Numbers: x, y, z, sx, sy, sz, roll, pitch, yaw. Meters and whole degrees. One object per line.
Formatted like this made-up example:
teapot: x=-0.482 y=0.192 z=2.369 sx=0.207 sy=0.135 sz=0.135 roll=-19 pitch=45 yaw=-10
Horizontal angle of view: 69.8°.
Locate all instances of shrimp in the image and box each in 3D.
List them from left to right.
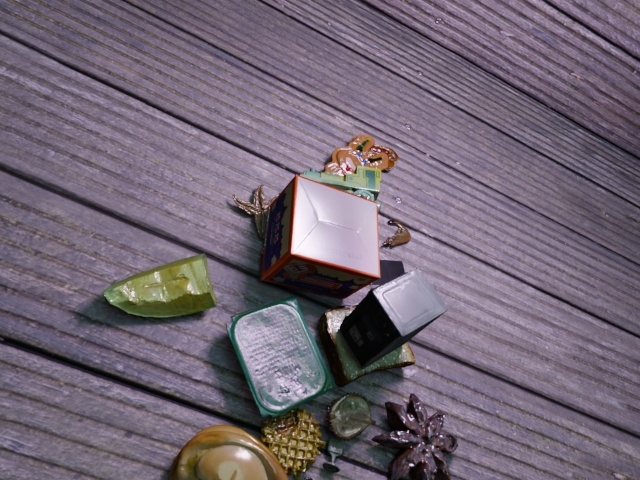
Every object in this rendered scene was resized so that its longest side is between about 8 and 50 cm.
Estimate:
shrimp: x=0.314 y=-0.034 z=1.971 sx=0.178 sy=0.034 sz=0.124 roll=-15 pitch=66 yaw=-33

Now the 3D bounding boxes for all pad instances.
pad: x=0.267 y=0.130 z=1.869 sx=0.193 sy=0.004 sz=0.116 roll=4 pitch=60 yaw=-24

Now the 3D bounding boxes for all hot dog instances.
hot dog: x=0.245 y=-0.403 z=2.134 sx=0.253 sy=0.069 sz=0.131 roll=18 pitch=56 yaw=-13

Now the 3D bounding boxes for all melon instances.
melon: x=-0.496 y=0.146 z=1.427 sx=0.323 sy=0.124 sz=0.196 roll=-10 pitch=66 yaw=-24

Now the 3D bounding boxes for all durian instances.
durian: x=0.094 y=0.567 z=1.478 sx=0.188 sy=0.091 sz=0.148 roll=20 pitch=68 yaw=-18

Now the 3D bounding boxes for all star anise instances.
star anise: x=0.325 y=0.665 z=1.512 sx=0.332 sy=0.117 sz=0.331 roll=15 pitch=52 yaw=-20

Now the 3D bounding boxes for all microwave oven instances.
microwave oven: x=0.217 y=0.248 z=1.474 sx=0.237 sy=0.295 sz=0.181 roll=-20 pitch=67 yaw=-32

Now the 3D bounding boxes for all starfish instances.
starfish: x=-0.227 y=-0.119 z=1.755 sx=0.240 sy=0.043 sz=0.227 roll=27 pitch=51 yaw=-17

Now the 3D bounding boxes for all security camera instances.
security camera: x=0.042 y=0.664 z=1.426 sx=0.058 sy=0.058 sz=0.092 roll=30 pitch=42 yaw=-7

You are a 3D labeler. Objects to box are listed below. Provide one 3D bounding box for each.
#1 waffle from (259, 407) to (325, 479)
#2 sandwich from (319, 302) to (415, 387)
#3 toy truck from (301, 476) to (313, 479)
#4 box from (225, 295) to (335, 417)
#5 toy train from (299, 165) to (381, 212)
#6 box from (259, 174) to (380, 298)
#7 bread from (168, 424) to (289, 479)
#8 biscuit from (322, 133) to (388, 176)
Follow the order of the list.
waffle: x=-0.088 y=0.599 z=1.383 sx=0.197 sy=0.070 sz=0.193 roll=42 pitch=54 yaw=2
sandwich: x=0.153 y=0.351 z=1.628 sx=0.301 sy=0.099 sz=0.271 roll=-8 pitch=61 yaw=-26
toy truck: x=0.051 y=0.761 z=1.329 sx=0.253 sy=0.107 sz=0.114 roll=15 pitch=65 yaw=-19
box: x=-0.142 y=0.374 z=1.469 sx=0.264 sy=0.106 sz=0.336 roll=-15 pitch=70 yaw=-31
toy train: x=0.063 y=-0.202 z=1.856 sx=0.369 sy=0.150 sz=0.237 roll=9 pitch=55 yaw=-7
box: x=0.000 y=0.000 z=1.644 sx=0.349 sy=0.257 sz=0.318 roll=15 pitch=60 yaw=-25
bread: x=-0.226 y=0.611 z=1.202 sx=0.316 sy=0.270 sz=0.211 roll=31 pitch=39 yaw=2
biscuit: x=0.148 y=-0.334 z=2.012 sx=0.334 sy=0.047 sz=0.202 roll=-36 pitch=89 yaw=-22
